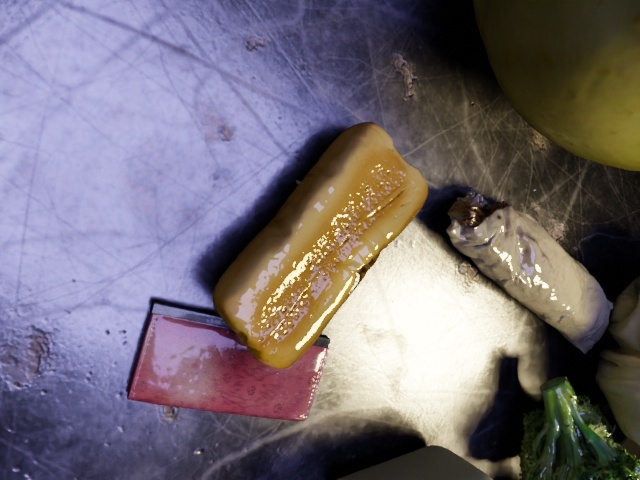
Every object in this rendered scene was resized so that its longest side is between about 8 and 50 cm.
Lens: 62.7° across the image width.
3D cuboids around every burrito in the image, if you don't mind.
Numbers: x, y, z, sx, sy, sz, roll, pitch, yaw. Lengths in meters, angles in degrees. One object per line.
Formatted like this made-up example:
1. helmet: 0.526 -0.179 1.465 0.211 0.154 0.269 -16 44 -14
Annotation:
1. burrito: 0.328 0.047 0.794 0.392 0.076 0.117 35 75 -27

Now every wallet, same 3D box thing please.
1. wallet: -0.106 0.154 0.646 0.232 0.025 0.119 16 93 -24

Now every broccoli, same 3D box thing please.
1. broccoli: 0.392 0.302 0.814 0.220 0.194 0.194 -21 109 -50

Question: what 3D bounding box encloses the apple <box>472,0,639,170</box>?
1. apple: 0.415 -0.292 0.576 0.474 0.474 0.473 -4 101 -23

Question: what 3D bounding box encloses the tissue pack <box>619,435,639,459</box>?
1. tissue pack: 0.629 0.534 0.937 0.405 0.205 0.331 -38 112 -14

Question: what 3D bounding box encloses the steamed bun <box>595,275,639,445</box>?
1. steamed bun: 0.581 0.173 0.858 0.320 0.206 0.275 -27 125 -23

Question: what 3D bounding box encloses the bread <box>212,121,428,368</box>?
1. bread: 0.000 0.000 0.625 0.142 0.091 0.305 45 76 -17

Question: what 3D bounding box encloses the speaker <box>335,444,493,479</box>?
1. speaker: 0.147 0.507 0.737 0.184 0.183 0.406 -12 103 -27
